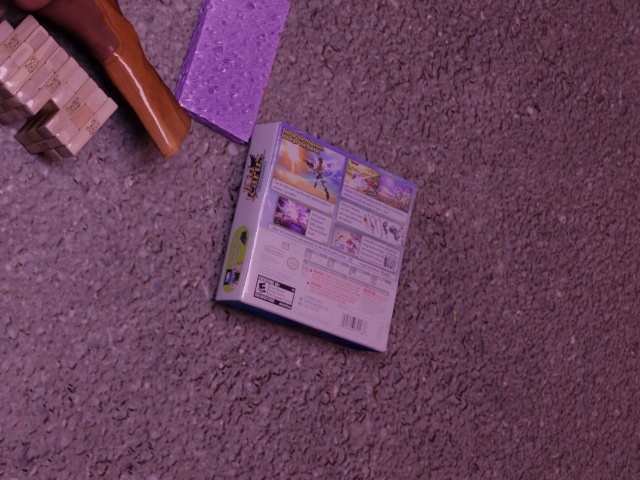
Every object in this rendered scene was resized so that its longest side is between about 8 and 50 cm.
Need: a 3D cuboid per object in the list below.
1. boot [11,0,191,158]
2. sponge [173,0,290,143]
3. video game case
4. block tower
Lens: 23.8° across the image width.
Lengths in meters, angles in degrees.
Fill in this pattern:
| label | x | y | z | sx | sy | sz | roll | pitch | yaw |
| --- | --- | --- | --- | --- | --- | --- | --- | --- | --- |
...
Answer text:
| label | x | y | z | sx | sy | sz | roll | pitch | yaw |
| --- | --- | --- | --- | --- | --- | --- | --- | --- | --- |
| boot | -0.258 | -0.216 | 1.801 | 0.096 | 0.264 | 0.280 | -27 | 103 | 5 |
| sponge | -0.118 | -0.246 | 2.011 | 0.117 | 0.031 | 0.210 | 26 | 72 | -31 |
| video game case | 0.000 | 0.000 | 2.044 | 0.269 | 0.061 | 0.244 | 23 | 74 | -39 |
| block tower | -0.394 | -0.239 | 1.770 | 0.335 | 0.091 | 0.097 | 49 | 60 | -22 |
